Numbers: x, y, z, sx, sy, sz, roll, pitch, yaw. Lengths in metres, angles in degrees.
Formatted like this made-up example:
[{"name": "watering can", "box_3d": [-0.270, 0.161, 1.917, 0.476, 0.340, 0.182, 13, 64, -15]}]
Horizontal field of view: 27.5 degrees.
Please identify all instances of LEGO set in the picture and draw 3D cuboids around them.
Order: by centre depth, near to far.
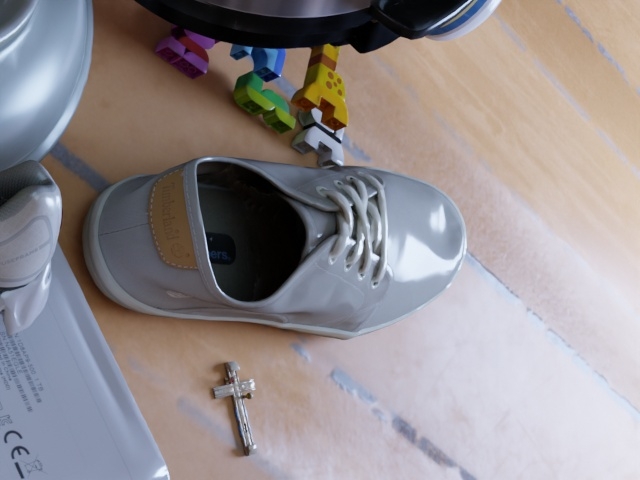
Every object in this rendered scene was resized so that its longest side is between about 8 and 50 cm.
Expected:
[{"name": "LEGO set", "box_3d": [-0.032, -0.166, 1.228, 0.227, 0.087, 0.093, 33, 56, -34]}]

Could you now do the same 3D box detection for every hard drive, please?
[{"name": "hard drive", "box_3d": [-0.290, 0.114, 0.863, 0.353, 0.047, 0.233, -12, 68, -47]}]

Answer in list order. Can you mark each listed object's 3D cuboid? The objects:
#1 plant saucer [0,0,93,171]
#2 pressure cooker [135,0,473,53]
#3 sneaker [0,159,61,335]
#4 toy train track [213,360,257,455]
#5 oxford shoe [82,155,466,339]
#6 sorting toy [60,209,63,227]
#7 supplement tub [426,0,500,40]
[{"name": "plant saucer", "box_3d": [-0.315, -0.221, 0.954, 0.401, 0.101, 0.400, 17, 64, -41]}, {"name": "pressure cooker", "box_3d": [-0.035, -0.366, 1.047, 0.376, 0.420, 0.369, 4, 61, -9]}, {"name": "sneaker", "box_3d": [-0.308, -0.026, 0.837, 0.292, 0.118, 0.110, 10, 37, -24]}, {"name": "toy train track", "box_3d": [-0.067, 0.146, 1.141, 0.048, 0.014, 0.083, -8, 83, -46]}, {"name": "oxford shoe", "box_3d": [0.000, 0.000, 1.177, 0.449, 0.130, 0.169, 2, 74, -46]}, {"name": "sorting toy", "box_3d": [-0.239, -0.022, 0.952, 0.102, 0.042, 0.061, 26, 36, -28]}, {"name": "supplement tub", "box_3d": [0.092, -0.314, 1.358, 0.200, 0.144, 0.144, 30, 57, -35]}]
